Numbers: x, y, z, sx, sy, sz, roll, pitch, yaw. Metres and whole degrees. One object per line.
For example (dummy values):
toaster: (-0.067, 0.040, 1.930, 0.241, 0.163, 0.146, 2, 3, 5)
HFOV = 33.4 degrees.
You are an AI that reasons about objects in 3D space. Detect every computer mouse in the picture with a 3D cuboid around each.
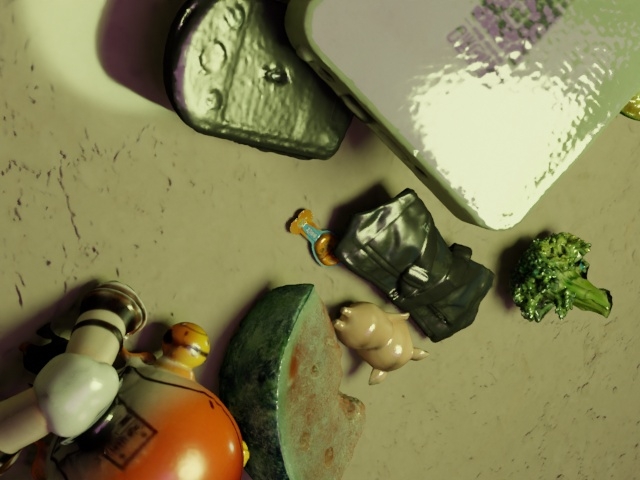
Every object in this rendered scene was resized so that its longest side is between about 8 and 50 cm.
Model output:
computer mouse: (-0.074, -0.190, 1.197, 0.269, 0.100, 0.170, 12, 100, -43)

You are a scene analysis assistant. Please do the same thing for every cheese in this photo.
cheese: (-0.001, 0.000, 1.393, 0.047, 0.017, 0.111, -53, 130, -8)

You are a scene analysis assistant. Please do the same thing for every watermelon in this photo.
watermelon: (-0.039, 0.203, 1.412, 0.226, 0.148, 0.318, -13, 105, -50)

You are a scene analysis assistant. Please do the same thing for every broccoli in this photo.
broccoli: (0.365, 0.065, 1.592, 0.154, 0.160, 0.167, -55, 152, -25)

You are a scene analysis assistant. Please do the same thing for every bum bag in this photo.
bum bag: (0.138, 0.037, 1.467, 0.137, 0.074, 0.310, -48, 133, 2)

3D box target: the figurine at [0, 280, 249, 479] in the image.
figurine: (-0.218, 0.240, 1.231, 0.320, 0.196, 0.323, -49, 120, -15)

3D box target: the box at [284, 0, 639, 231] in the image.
box: (0.193, -0.246, 1.195, 0.373, 0.090, 0.367, -47, 111, -3)

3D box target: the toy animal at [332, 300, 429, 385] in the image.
toy animal: (0.073, 0.135, 1.465, 0.150, 0.083, 0.089, 37, 46, -31)

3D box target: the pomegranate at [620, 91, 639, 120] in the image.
pomegranate: (0.439, -0.267, 1.506, 0.241, 0.159, 0.189, -24, 118, 8)
